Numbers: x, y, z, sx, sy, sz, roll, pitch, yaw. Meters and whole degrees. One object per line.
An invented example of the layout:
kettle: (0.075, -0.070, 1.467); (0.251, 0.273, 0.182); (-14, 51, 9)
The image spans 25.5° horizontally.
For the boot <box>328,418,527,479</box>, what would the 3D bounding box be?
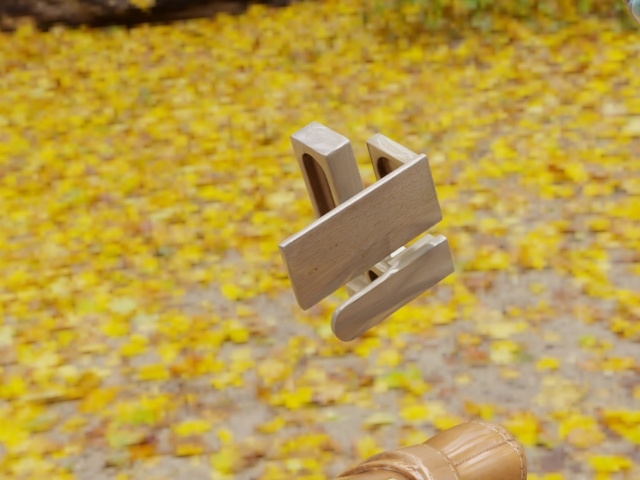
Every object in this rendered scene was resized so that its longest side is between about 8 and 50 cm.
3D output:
boot: (-0.031, 0.198, 0.607); (0.109, 0.283, 0.220); (39, 40, 26)

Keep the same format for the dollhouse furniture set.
dollhouse furniture set: (0.000, 0.000, 1.040); (0.123, 0.144, 0.151); (-33, 39, -20)

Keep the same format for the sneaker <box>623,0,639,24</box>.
sneaker: (0.220, -0.127, 0.798); (0.122, 0.110, 0.283); (37, 12, 11)
